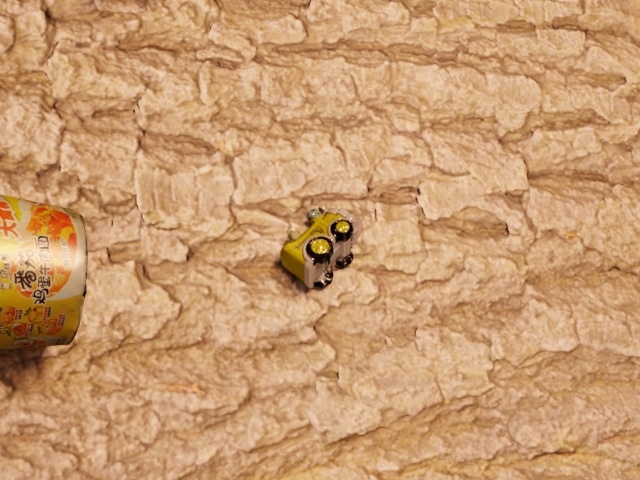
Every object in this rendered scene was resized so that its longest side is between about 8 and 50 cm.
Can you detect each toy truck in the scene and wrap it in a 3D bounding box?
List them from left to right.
[{"bbox_3d":[0.000,0.000,1.637,0.077,0.076,0.111,33,61,22],"label":"toy truck"}]

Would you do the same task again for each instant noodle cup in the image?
[{"bbox_3d":[-0.354,0.034,1.460,0.153,0.205,0.205,4,67,-25],"label":"instant noodle cup"}]
